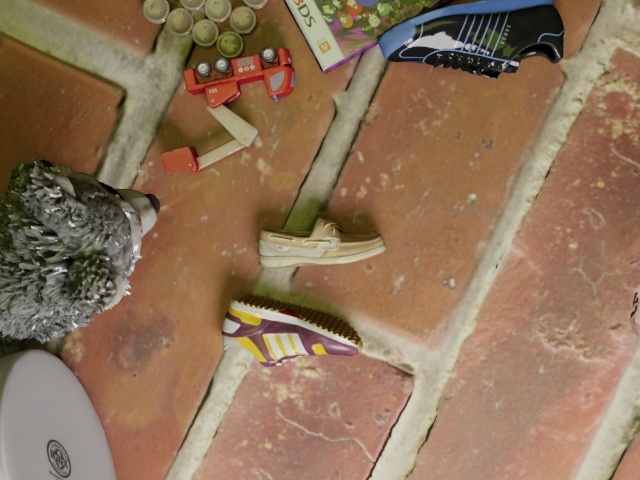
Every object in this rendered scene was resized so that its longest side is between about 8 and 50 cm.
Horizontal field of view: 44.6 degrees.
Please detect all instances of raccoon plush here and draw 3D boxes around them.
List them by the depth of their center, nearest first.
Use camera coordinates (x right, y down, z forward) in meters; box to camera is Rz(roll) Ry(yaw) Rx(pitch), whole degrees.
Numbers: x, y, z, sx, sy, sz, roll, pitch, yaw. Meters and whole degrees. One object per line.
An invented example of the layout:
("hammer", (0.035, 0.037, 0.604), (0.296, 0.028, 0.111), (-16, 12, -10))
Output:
("raccoon plush", (-0.376, 0.080, 0.892), (0.446, 0.299, 0.216), (-46, 104, -7))

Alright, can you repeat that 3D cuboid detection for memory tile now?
("memory tile", (-0.152, -0.315, 1.034), (0.148, 0.012, 0.113), (26, 94, 1))

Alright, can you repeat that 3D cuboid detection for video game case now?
("video game case", (0.054, -0.363, 1.005), (0.232, 0.042, 0.210), (-28, 93, 4))

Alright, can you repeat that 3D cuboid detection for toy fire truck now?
("toy fire truck", (-0.120, -0.168, 1.022), (0.192, 0.047, 0.135), (-12, 93, 3))

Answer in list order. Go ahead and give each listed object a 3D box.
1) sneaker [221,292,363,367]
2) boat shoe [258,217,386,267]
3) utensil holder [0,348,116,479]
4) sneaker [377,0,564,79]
("sneaker", (-0.038, 0.132, 1.029), (0.185, 0.069, 0.084), (17, 103, 8))
("boat shoe", (0.000, 0.000, 1.017), (0.170, 0.063, 0.059), (-6, 99, 4))
("utensil holder", (-0.480, 0.329, 0.935), (0.385, 0.327, 0.327), (-19, 92, 1))
("sneaker", (0.193, -0.246, 0.984), (0.232, 0.081, 0.090), (-13, 85, 3))
